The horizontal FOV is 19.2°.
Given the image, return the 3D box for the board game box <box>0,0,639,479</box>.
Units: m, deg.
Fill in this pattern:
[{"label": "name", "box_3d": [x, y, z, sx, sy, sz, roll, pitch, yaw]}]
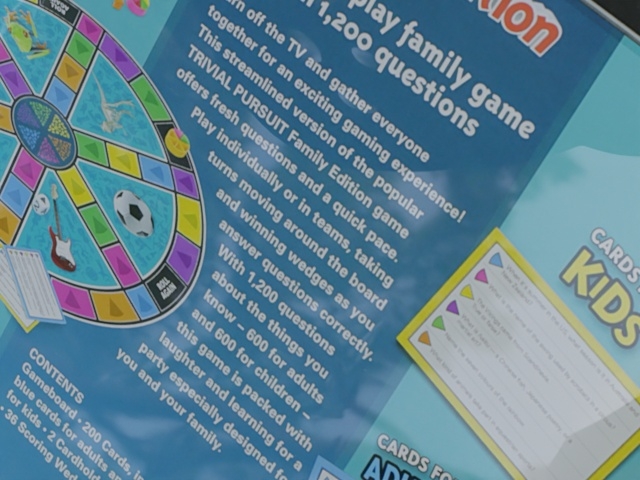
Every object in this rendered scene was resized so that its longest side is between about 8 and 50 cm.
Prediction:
[{"label": "board game box", "box_3d": [0.000, 0.000, 0.522, 0.079, 0.254, 0.336, -12, -42, -57]}]
